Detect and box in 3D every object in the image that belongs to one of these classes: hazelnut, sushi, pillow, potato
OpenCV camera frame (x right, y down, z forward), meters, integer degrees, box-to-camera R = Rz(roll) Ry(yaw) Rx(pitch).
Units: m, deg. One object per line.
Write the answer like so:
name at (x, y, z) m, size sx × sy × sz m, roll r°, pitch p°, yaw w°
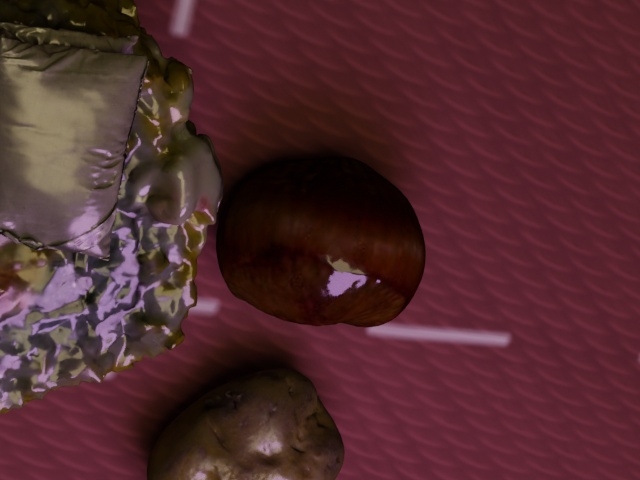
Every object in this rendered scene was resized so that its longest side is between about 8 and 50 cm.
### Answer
hazelnut at (0.000, 0.000, 1.844) m, size 0.204 × 0.178 × 0.178 m, roll 5°, pitch 114°, yaw 14°
sushi at (-0.276, -0.060, 1.687) m, size 0.351 × 0.240 × 0.397 m, roll -14°, pitch 118°, yaw -13°
pillow at (-0.217, -0.085, 1.520) m, size 0.134 × 0.078 × 0.181 m, roll 10°, pitch 106°, yaw -21°
potato at (-0.077, 0.223, 1.929) m, size 0.200 × 0.137 × 0.154 m, roll -34°, pitch 87°, yaw -1°
